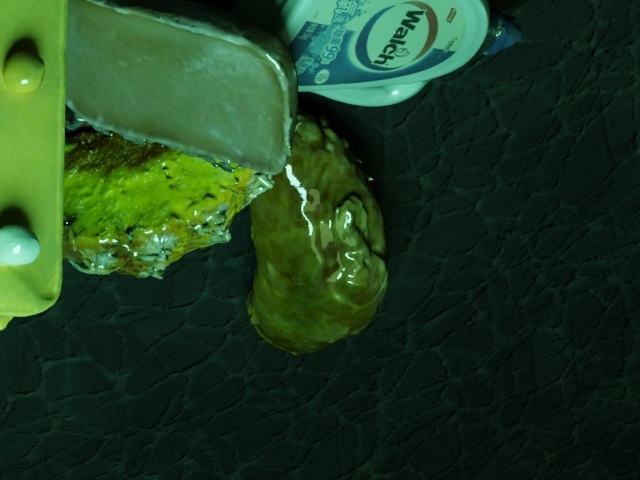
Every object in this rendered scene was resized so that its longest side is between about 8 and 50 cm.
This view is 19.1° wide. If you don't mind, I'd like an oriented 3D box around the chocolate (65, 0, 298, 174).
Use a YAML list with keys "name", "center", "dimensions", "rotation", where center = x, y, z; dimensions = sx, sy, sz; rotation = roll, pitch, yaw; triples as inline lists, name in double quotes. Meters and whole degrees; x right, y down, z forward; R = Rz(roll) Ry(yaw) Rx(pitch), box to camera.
- name: "chocolate"
  center: [-0.129, -0.163, 1.750]
  dimensions: [0.261, 0.083, 0.161]
  rotation: [18, 135, 14]

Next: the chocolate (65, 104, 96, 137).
- name: "chocolate"
  center: [-0.222, -0.122, 1.857]
  dimensions: [0.182, 0.028, 0.086]
  rotation: [-34, 142, 10]

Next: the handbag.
- name: "handbag"
  center: [-0.345, -0.126, 1.532]
  dimensions: [0.283, 0.401, 0.133]
  rotation: [6, 172, -27]

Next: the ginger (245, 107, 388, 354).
- name: "ginger"
  center: [0.000, 0.000, 1.999]
  dimensions: [0.165, 0.172, 0.321]
  rotation: [-47, 152, -38]

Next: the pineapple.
- name: "pineapple"
  center: [-0.167, -0.020, 1.844]
  dimensions: [0.334, 0.161, 0.158]
  rotation: [-12, 149, 3]

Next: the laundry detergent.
- name: "laundry detergent"
  center: [0.064, -0.209, 1.841]
  dimensions: [0.280, 0.105, 0.215]
  rotation: [7, 139, -34]
